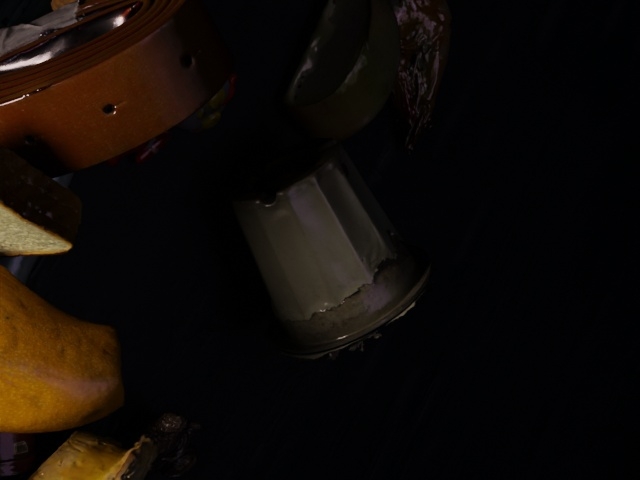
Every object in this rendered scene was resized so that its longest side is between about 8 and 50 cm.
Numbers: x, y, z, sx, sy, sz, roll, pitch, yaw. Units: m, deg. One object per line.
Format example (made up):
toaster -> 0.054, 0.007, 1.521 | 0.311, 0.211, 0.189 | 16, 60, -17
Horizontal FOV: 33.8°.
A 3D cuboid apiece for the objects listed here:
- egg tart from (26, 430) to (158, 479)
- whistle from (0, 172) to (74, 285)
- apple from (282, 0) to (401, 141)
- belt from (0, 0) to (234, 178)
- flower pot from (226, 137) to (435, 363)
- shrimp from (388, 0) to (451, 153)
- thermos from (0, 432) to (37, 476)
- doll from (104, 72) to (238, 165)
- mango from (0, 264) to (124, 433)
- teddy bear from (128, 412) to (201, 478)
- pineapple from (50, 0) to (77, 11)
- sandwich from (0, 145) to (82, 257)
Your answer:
egg tart -> -0.327, 0.337, 1.342 | 0.118, 0.288, 0.288 | 47, 60, -1
whistle -> -0.339, -0.094, 1.329 | 0.062, 0.062, 0.312 | 30, 78, -46
apple -> 0.065, -0.272, 1.673 | 0.193, 0.120, 0.265 | 35, 77, -49
belt -> -0.274, -0.186, 1.196 | 0.217, 0.338, 0.122 | -89, 157, -51
flower pot -> 0.000, 0.000, 1.581 | 0.290, 0.290, 0.259 | -41, 117, -32
shrimp -> 0.158, -0.295, 1.813 | 0.154, 0.062, 0.294 | -6, 102, -33
thermos -> -0.395, 0.167, 1.297 | 0.099, 0.124, 0.232 | -2, 94, -53
doll -> -0.199, -0.180, 1.439 | 0.245, 0.076, 0.142 | -29, 152, -39
mango -> -0.385, 0.112, 1.175 | 0.359, 0.144, 0.187 | 29, 54, -4
teddy bear -> -0.232, 0.293, 1.539 | 0.119, 0.078, 0.160 | -39, 150, -12
pineapple -> -0.233, -0.347, 1.350 | 0.237, 0.111, 0.119 | -51, 162, -36
sandwich -> -0.390, -0.043, 1.172 | 0.186, 0.214, 0.065 | 37, 56, -47
